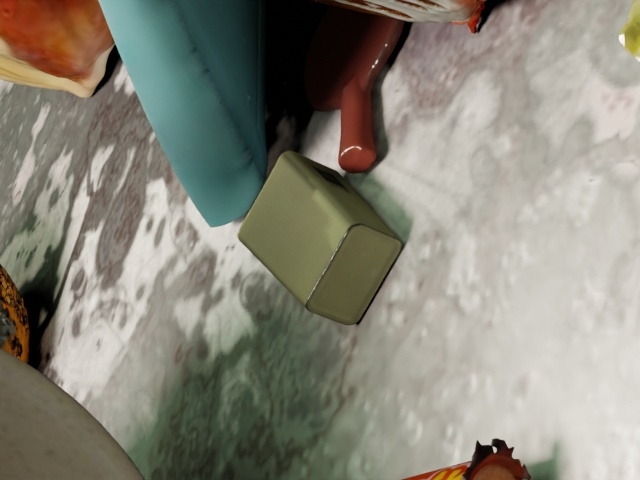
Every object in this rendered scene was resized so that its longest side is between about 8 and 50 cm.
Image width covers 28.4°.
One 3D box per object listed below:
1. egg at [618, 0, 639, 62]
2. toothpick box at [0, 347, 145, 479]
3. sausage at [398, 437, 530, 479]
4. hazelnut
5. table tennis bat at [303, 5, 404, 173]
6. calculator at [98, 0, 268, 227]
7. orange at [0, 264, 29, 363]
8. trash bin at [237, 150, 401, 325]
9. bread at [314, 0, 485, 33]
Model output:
[{"bbox_3d":[0.212,-0.153,0.332,0.206,0.162,0.271,14,119,29],"label":"egg"},{"bbox_3d":[-0.274,0.274,0.582,0.425,0.409,0.409,-59,30,26],"label":"toothpick box"},{"bbox_3d":[0.030,0.124,0.548,0.145,0.048,0.050,-29,86,49],"label":"sausage"},{"bbox_3d":[-0.256,-0.237,1.100,0.261,0.241,0.261,-32,21,14],"label":"hazelnut"},{"bbox_3d":[0.020,-0.103,0.742,0.098,0.019,0.154,-39,38,38],"label":"table tennis bat"},{"bbox_3d":[-0.089,-0.194,0.709,0.054,0.386,0.256,-8,54,10],"label":"calculator"},{"bbox_3d":[-0.341,0.101,1.021,0.234,0.182,0.234,-18,66,47],"label":"orange"},{"bbox_3d":[0.000,0.000,0.683,0.061,0.043,0.092,-60,34,12],"label":"trash bin"},{"bbox_3d":[0.016,-0.161,0.647,0.160,0.160,0.073,13,89,60],"label":"bread"}]
